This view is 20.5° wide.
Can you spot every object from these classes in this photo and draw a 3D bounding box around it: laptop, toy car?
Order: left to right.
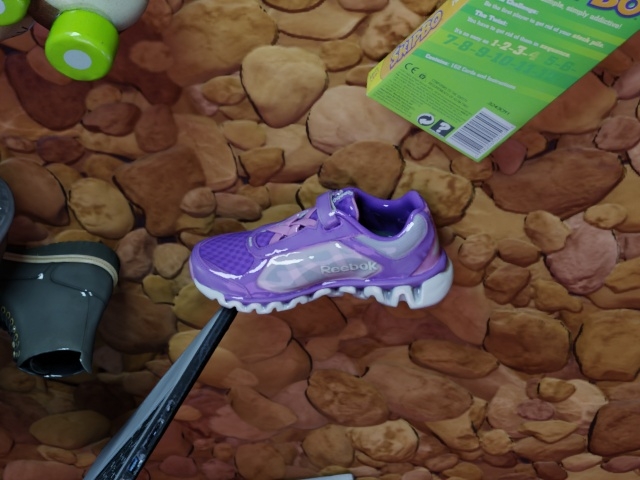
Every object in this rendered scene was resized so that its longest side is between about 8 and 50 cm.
[{"bbox_3d":[-0.318,0.212,1.607,0.236,0.408,0.382,35,141,-6],"label":"laptop"},{"bbox_3d":[-0.234,-0.185,1.348,0.149,0.155,0.188,32,140,-26],"label":"toy car"}]

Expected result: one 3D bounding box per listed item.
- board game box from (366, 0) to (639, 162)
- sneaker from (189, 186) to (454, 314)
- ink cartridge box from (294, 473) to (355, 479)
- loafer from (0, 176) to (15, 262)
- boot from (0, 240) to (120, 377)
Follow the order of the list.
[{"bbox_3d":[0.164,-0.168,1.405,0.124,0.039,0.259,29,135,-24],"label":"board game box"},{"bbox_3d":[0.000,0.000,1.567,0.236,0.095,0.104,-2,130,1],"label":"sneaker"},{"bbox_3d":[-0.142,0.410,1.881,0.395,0.270,0.151,-8,130,14],"label":"ink cartridge box"},{"bbox_3d":[-0.382,0.101,1.537,0.134,0.366,0.130,32,156,10],"label":"loafer"},{"bbox_3d":[-0.290,0.074,1.631,0.198,0.137,0.077,-12,134,18],"label":"boot"}]
